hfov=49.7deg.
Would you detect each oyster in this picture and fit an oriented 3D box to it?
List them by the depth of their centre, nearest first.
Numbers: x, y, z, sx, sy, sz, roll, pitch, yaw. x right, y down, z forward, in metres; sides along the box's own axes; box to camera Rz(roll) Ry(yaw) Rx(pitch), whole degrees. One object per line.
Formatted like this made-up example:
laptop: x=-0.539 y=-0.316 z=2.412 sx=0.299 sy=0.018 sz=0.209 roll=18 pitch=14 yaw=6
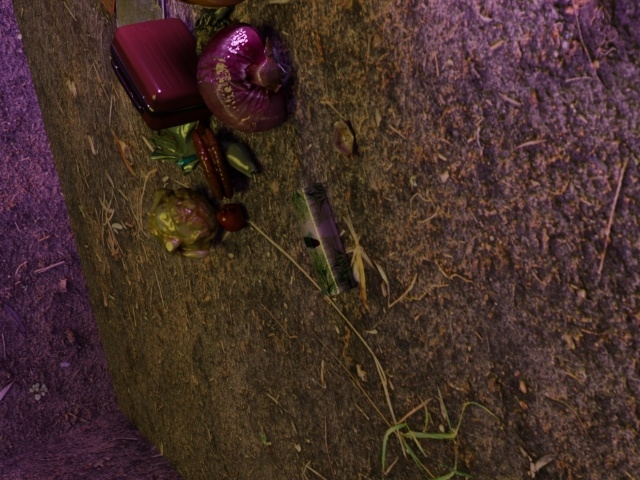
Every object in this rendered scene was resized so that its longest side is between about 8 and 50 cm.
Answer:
oyster: x=0.053 y=-0.220 z=1.529 sx=0.051 sy=0.034 sz=0.093 roll=-2 pitch=95 yaw=40

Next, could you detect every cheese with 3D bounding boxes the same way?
cheese: x=-0.110 y=-0.426 z=1.658 sx=0.120 sy=0.026 sz=0.067 roll=53 pitch=145 yaw=24

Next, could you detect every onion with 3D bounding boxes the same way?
onion: x=-0.236 y=-0.390 z=1.718 sx=0.349 sy=0.159 sz=0.267 roll=19 pitch=132 yaw=56

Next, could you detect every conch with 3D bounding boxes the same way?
conch: x=-0.234 y=-0.226 z=1.921 sx=0.180 sy=0.065 sz=0.088 roll=44 pitch=140 yaw=30

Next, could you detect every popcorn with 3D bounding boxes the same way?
popcorn: x=-0.442 y=-0.060 z=2.215 sx=0.256 sy=0.195 sz=0.254 roll=-12 pitch=103 yaw=39

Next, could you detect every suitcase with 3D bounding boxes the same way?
suitcase: x=-0.432 y=-0.464 z=1.920 sx=0.297 sy=0.236 sz=0.161 roll=58 pitch=147 yaw=18

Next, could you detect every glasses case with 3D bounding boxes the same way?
glasses case: x=0.000 y=0.000 z=1.704 sx=0.095 sy=0.062 sz=0.272 roll=-16 pitch=94 yaw=58

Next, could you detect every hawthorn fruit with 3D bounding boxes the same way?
hawthorn fruit: x=-0.261 y=-0.063 z=2.055 sx=0.081 sy=0.081 sz=0.093 roll=32 pitch=162 yaw=44

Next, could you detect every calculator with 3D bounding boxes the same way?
calculator: x=-0.534 y=-0.625 z=2.065 sx=0.161 sy=0.021 sz=0.261 roll=5 pitch=105 yaw=13

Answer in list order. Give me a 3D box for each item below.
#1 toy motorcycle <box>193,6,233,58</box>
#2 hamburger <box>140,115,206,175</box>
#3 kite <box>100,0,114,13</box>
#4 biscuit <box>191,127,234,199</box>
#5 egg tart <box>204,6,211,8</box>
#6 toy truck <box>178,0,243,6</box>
toy motorcycle: x=-0.284 y=-0.559 z=1.811 sx=0.193 sy=0.061 sz=0.124 roll=-17 pitch=83 yaw=52
hamburger: x=-0.459 y=-0.352 z=2.108 sx=0.276 sy=0.151 sz=0.260 roll=52 pitch=143 yaw=27
kite: x=-0.739 y=-0.952 z=2.311 sx=0.328 sy=0.013 sz=0.377 roll=5 pitch=110 yaw=55
biscuit: x=-0.310 y=-0.217 z=1.982 sx=0.220 sy=0.066 sz=0.220 roll=161 pitch=90 yaw=-81
egg tart: x=-0.273 y=-0.638 z=1.759 sx=0.105 sy=0.039 sz=0.105 roll=4 pitch=96 yaw=48
toy truck: x=-0.263 y=-0.667 z=1.584 sx=0.212 sy=0.204 sz=0.287 roll=-11 pitch=99 yaw=60
